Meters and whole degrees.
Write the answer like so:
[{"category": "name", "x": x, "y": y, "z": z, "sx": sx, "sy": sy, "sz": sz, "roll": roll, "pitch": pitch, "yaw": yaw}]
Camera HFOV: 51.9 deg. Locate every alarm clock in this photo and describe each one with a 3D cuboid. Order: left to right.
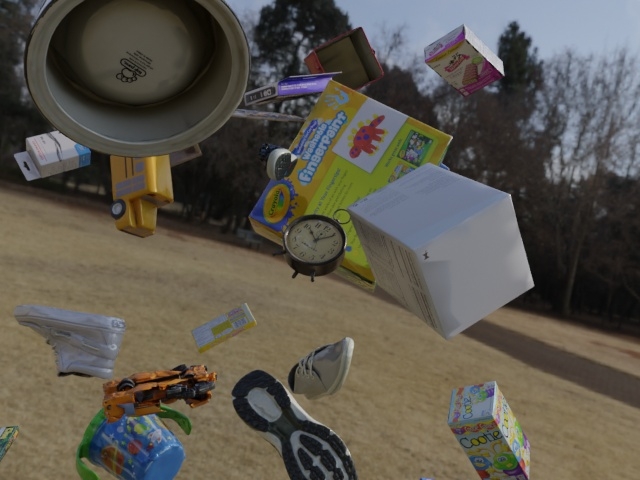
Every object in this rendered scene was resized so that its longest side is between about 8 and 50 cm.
[{"category": "alarm clock", "x": 0.000, "y": 0.000, "z": 1.360, "sx": 0.129, "sy": 0.192, "sz": 0.064, "roll": 33, "pitch": -28, "yaw": 21}]

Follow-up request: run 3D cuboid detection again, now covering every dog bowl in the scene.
[{"category": "dog bowl", "x": -0.347, "y": -0.360, "z": 1.261, "sx": 0.408, "sy": 0.408, "sz": 0.150, "roll": 11, "pitch": 42, "yaw": -35}]

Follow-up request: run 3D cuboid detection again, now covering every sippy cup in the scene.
[{"category": "sippy cup", "x": -0.514, "y": 0.590, "z": 1.870, "sx": 0.224, "sy": 0.305, "sz": 0.240, "roll": 29, "pitch": -25, "yaw": 29}]

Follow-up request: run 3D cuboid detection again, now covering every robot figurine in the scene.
[{"category": "robot figurine", "x": -0.410, "y": 0.389, "z": 1.702, "sx": 0.291, "sy": 0.085, "sz": 0.211, "roll": -6, "pitch": 9, "yaw": -16}]

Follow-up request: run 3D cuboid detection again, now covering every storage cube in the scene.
[{"category": "storage cube", "x": 0.077, "y": -0.599, "z": 2.274, "sx": 0.215, "sy": 0.183, "sz": 0.193, "roll": -28, "pitch": 11, "yaw": -8}]

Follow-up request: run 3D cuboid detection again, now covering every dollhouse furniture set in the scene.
[{"category": "dollhouse furniture set", "x": -0.418, "y": -0.302, "z": 1.774, "sx": 0.123, "sy": 0.151, "sz": 0.144, "roll": -24, "pitch": 43, "yaw": -9}]

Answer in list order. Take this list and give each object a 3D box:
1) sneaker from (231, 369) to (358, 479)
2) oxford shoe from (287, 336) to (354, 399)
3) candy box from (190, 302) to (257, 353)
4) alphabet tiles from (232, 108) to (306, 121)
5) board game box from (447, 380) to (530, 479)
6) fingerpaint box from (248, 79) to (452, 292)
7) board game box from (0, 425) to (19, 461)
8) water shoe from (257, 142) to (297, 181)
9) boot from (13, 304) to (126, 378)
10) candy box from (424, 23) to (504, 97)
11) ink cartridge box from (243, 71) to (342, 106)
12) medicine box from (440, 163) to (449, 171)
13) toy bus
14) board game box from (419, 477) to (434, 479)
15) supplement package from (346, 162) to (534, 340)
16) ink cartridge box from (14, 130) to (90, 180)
[{"category": "sneaker", "x": -0.050, "y": 0.503, "z": 1.646, "sx": 0.410, "sy": 0.158, "sz": 0.182, "roll": 47, "pitch": -12, "yaw": 22}, {"category": "oxford shoe", "x": -0.006, "y": 0.425, "z": 2.163, "sx": 0.130, "sy": 0.169, "sz": 0.449, "roll": 23, "pitch": -30, "yaw": -9}, {"category": "candy box", "x": -0.320, "y": 0.288, "z": 2.168, "sx": 0.206, "sy": 0.027, "sz": 0.105, "roll": -26, "pitch": 36, "yaw": -9}, {"category": "alphabet tiles", "x": -0.160, "y": -0.351, "z": 1.843, "sx": 0.237, "sy": 0.009, "sz": 0.198, "roll": 0, "pitch": 16, "yaw": -24}, {"category": "board game box", "x": 0.510, "y": 0.580, "z": 1.976, "sx": 0.142, "sy": 0.275, "sz": 0.144, "roll": -20, "pitch": 25, "yaw": 29}, {"category": "fingerpaint box", "x": 0.081, "y": -0.145, "z": 1.762, "sx": 0.371, "sy": 0.444, "sz": 0.163, "roll": 27, "pitch": -12, "yaw": 8}, {"category": "board game box", "x": -0.930, "y": 0.584, "z": 1.785, "sx": 0.136, "sy": 0.030, "sz": 0.259, "roll": -6, "pitch": 14, "yaw": -5}, {"category": "water shoe", "x": -0.108, "y": -0.177, "z": 1.464, "sx": 0.080, "sy": 0.073, "sz": 0.203, "roll": 27, "pitch": 5, "yaw": 5}, {"category": "boot", "x": -0.488, "y": 0.193, "z": 1.239, "sx": 0.258, "sy": 0.123, "sz": 0.095, "roll": 3, "pitch": -14, "yaw": 27}, {"category": "candy box", "x": 0.472, "y": -0.584, "z": 2.159, "sx": 0.233, "sy": 0.071, "sz": 0.159, "roll": 27, "pitch": -38, "yaw": -37}, {"category": "ink cartridge box", "x": -0.075, "y": -0.427, "z": 1.856, "sx": 0.206, "sy": 0.045, "sz": 0.208, "roll": -18, "pitch": 9, "yaw": -41}, {"category": "medicine box", "x": 0.191, "y": -0.185, "z": 2.002, "sx": 0.289, "sy": 0.263, "sz": 0.149, "roll": 31, "pitch": 2, "yaw": -12}, {"category": "toy bus", "x": -0.456, "y": -0.182, "z": 1.672, "sx": 0.130, "sy": 0.332, "sz": 0.108, "roll": -16, "pitch": -19, "yaw": 20}, {"category": "board game box", "x": 0.276, "y": 0.748, "z": 1.689, "sx": 0.047, "sy": 0.160, "sz": 0.210, "roll": 14, "pitch": 25, "yaw": -22}, {"category": "supplement package", "x": 0.215, "y": 0.009, "z": 1.219, "sx": 0.199, "sy": 0.198, "sz": 0.263, "roll": -29, "pitch": 27, "yaw": -12}, {"category": "ink cartridge box", "x": -0.757, "y": -0.246, "z": 1.858, "sx": 0.180, "sy": 0.104, "sz": 0.060, "roll": -24, "pitch": -20, "yaw": -33}]
